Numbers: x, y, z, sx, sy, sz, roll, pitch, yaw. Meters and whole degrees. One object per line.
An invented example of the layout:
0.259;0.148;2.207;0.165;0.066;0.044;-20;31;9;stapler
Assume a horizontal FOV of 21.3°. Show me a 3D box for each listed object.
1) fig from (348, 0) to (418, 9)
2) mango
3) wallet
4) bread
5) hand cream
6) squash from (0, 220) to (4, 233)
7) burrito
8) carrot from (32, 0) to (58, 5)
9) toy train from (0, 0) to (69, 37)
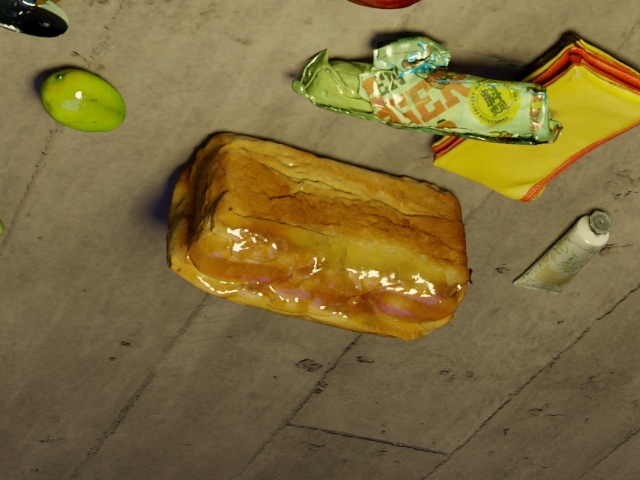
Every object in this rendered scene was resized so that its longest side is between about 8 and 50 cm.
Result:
0.027;-0.298;1.509;0.207;0.175;0.175;23;142;-10;fig
-0.252;-0.147;1.828;0.073;0.056;0.108;-14;157;27;mango
0.247;-0.130;1.853;0.141;0.067;0.241;21;145;-28;wallet
-0.002;0.006;1.942;0.344;0.195;0.149;15;138;-18;bread
0.305;0.022;2.101;0.067;0.042;0.194;8;150;-15;hand cream
-0.403;-0.033;2.025;0.027;0.027;0.089;-12;150;17;squash
0.111;-0.162;1.769;0.288;0.054;0.104;9;120;16;burrito
-0.354;-0.300;1.545;0.302;0.114;0.114;17;143;-28;carrot
-0.355;-0.255;1.664;0.234;0.051;0.052;15;144;-28;toy train
